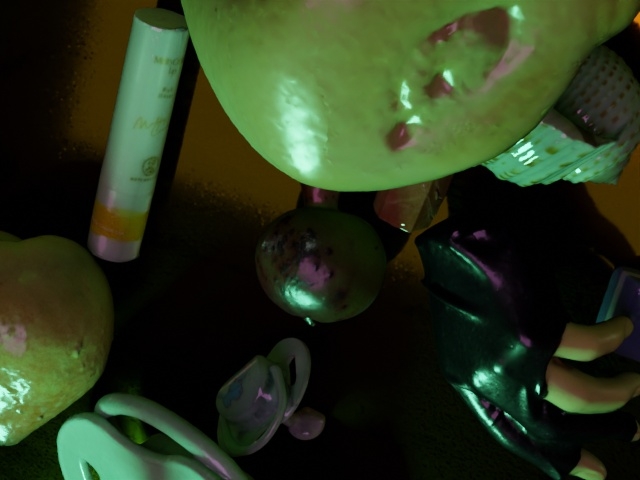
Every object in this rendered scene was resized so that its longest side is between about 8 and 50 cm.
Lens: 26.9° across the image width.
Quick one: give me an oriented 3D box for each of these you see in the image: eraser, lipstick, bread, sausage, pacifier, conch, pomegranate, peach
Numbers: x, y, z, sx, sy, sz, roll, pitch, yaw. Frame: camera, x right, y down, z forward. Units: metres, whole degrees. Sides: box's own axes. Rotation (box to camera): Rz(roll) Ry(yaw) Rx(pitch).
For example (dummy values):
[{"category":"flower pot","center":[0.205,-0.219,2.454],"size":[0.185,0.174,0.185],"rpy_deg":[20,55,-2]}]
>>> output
[{"category":"eraser","center":[0.374,0.095,1.258],"size":[0.225,0.036,0.082],"rpy_deg":[17,117,10]},{"category":"lipstick","center":[-0.183,-0.103,1.338],"size":[0.059,0.059,0.264],"rpy_deg":[21,117,8]},{"category":"bread","center":[0.044,-0.246,1.021],"size":[0.348,0.376,0.253],"rpy_deg":[-38,125,22]},{"category":"sausage","center":[0.106,-0.090,1.248],"size":[0.065,0.065,0.169],"rpy_deg":[26,120,5]},{"category":"pacifier","center":[-0.043,0.178,1.400],"size":[0.116,0.127,0.150],"rpy_deg":[34,115,-27]},{"category":"conch","center":[0.180,-0.117,1.154],"size":[0.200,0.172,0.131],"rpy_deg":[39,139,11]},{"category":"pomegranate","center":[-0.002,0.003,1.289],"size":[0.129,0.129,0.159],"rpy_deg":[-3,112,19]},{"category":"peach","center":[-0.322,0.101,1.389],"size":[0.232,0.232,0.233],"rpy_deg":[7,115,15]},{"category":"pacifier","center":[-0.196,0.314,1.387],"size":[0.343,0.269,0.288],"rpy_deg":[11,127,38]}]

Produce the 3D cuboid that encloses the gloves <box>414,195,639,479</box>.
[{"category":"gloves","center":[0.191,0.102,1.259],"size":[0.301,0.152,0.197],"rpy_deg":[47,162,-13]}]
